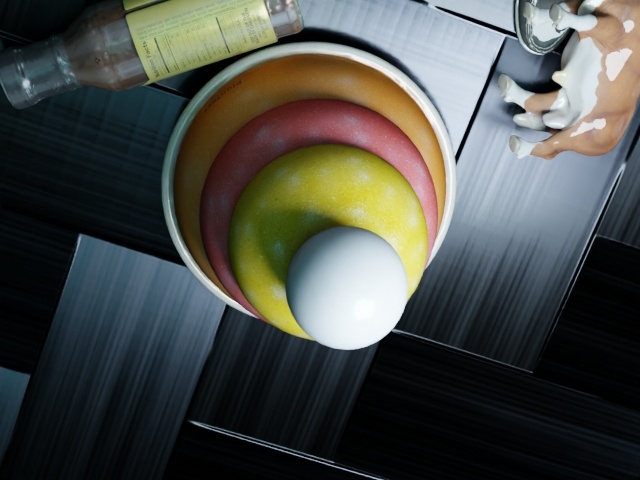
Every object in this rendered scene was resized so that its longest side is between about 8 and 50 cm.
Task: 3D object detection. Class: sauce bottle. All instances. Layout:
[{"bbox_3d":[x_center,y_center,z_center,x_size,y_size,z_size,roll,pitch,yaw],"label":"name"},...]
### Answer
[{"bbox_3d":[-0.194,-0.235,1.669,0.344,0.111,0.111,-16,109,3],"label":"sauce bottle"}]

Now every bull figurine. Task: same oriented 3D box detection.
[{"bbox_3d":[0.316,-0.221,1.676,0.188,0.101,0.310,-5,129,-21],"label":"bull figurine"}]

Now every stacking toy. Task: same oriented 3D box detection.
[{"bbox_3d":[0.000,0.000,1.566,0.351,0.480,0.350,-1,109,-4],"label":"stacking toy"}]

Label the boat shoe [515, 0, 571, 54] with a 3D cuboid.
[{"bbox_3d":[0.285,-0.319,1.698,0.081,0.068,0.227,15,107,-10],"label":"boat shoe"}]
